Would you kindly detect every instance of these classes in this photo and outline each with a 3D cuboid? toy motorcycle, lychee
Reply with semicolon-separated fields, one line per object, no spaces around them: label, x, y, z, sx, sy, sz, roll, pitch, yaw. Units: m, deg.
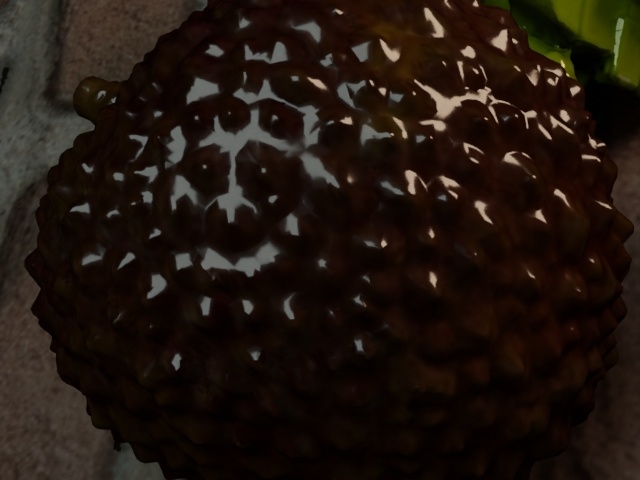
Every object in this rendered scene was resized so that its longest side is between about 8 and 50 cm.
toy motorcycle;0.116;-0.198;0.825;0.342;0.142;0.206;56;132;45
lychee;0.000;0.000;0.648;0.304;0.276;0.276;33;75;13
